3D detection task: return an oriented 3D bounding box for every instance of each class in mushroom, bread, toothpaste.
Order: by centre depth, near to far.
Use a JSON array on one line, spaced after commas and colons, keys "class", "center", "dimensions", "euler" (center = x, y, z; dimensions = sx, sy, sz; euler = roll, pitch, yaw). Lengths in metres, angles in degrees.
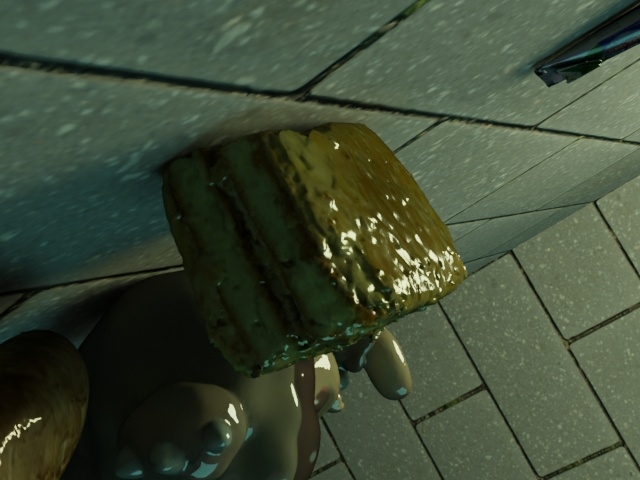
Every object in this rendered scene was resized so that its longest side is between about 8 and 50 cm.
[{"class": "mushroom", "center": [-0.256, 0.141, 0.544], "dimensions": [0.278, 0.146, 0.278], "euler": [-23, -169, 5]}, {"class": "bread", "center": [0.000, 0.000, 0.585], "dimensions": [0.102, 0.138, 0.196], "euler": [-37, 167, 21]}, {"class": "toothpaste", "center": [0.240, -0.163, 0.726], "dimensions": [0.170, 0.028, 0.045], "euler": [-28, 164, 21]}]

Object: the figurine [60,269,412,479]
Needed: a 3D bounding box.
[{"class": "figurine", "center": [-0.050, 0.092, 0.795], "dimensions": [0.380, 0.203, 0.248], "euler": [-35, -177, -41]}]
